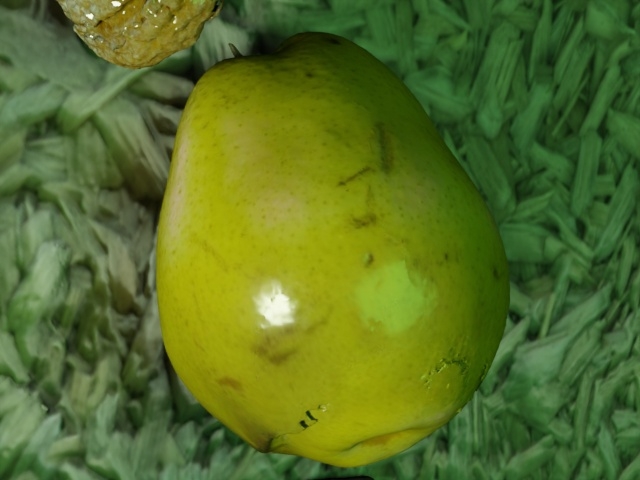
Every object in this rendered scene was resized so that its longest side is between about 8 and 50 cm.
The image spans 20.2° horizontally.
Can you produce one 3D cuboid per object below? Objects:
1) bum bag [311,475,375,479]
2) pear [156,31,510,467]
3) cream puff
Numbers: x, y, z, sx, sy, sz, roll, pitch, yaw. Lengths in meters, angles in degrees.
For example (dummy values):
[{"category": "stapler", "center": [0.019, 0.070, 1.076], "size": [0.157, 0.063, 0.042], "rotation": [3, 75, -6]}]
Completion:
[{"category": "bum bag", "center": [0.008, 0.294, 1.638], "size": [0.109, 0.026, 0.159], "rotation": [2, 98, -46]}, {"category": "pear", "center": [0.004, 0.008, 1.415], "size": [0.285, 0.285, 0.336], "rotation": [39, 31, -44]}, {"category": "cream puff", "center": [-0.160, -0.225, 1.241], "size": [0.169, 0.183, 0.183], "rotation": [20, 85, -35]}]
